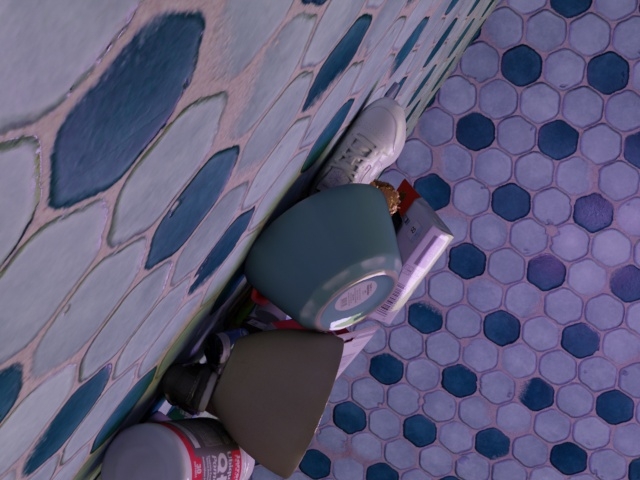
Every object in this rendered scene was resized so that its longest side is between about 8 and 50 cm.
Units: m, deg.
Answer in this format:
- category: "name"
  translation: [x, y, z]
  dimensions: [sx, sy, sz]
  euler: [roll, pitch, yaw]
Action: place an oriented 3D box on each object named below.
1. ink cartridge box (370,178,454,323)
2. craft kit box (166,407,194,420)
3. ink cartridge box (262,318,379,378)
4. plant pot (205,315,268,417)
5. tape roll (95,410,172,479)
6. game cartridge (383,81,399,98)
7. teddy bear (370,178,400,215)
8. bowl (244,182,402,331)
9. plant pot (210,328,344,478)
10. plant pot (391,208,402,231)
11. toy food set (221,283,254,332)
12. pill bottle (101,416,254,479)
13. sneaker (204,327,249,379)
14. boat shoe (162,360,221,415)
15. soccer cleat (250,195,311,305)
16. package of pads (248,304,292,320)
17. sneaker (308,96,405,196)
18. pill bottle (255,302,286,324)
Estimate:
- category: "ink cartridge box"
  translation: [0.191, 0.007, 2.355]
  dimensions: [0.308, 0.091, 0.385]
  euler: [-56, -152, 16]
- category: "craft kit box"
  translation: [-0.409, 0.528, 2.082]
  dimensions: [0.247, 0.061, 0.250]
  euler: [-58, 175, 12]
- category: "ink cartridge box"
  translation: [-0.039, 0.261, 1.897]
  dimensions: [0.272, 0.130, 0.309]
  euler: [-51, 161, 16]
- category: "plant pot"
  translation: [-0.185, 0.316, 2.106]
  dimensions: [0.215, 0.215, 0.231]
  euler: [-34, 144, -79]
- category: "tape roll"
  translation: [-0.430, 0.536, 1.756]
  dimensions: [0.392, 0.072, 0.392]
  euler: [-55, 177, -5]
- category: "game cartridge"
  translation: [0.157, -0.329, 1.932]
  dimensions: [0.056, 0.017, 0.083]
  euler: [-57, 178, -26]
- category: "teddy bear"
  translation: [0.065, 0.018, 1.898]
  dimensions: [0.113, 0.245, 0.338]
  euler: [27, -65, 58]
- category: "bowl"
  translation: [0.029, 0.057, 1.575]
  dimensions: [0.311, 0.163, 0.312]
  euler: [-25, 152, -14]
- category: "plant pot"
  translation: [-0.097, 0.281, 1.590]
  dimensions: [0.284, 0.190, 0.284]
  euler: [-156, -90, -86]
- category: "plant pot"
  translation: [0.119, -0.063, 2.302]
  dimensions: [0.188, 0.167, 0.187]
  euler: [-57, -168, 15]
- category: "toy food set"
  translation: [-0.176, 0.163, 1.885]
  dimensions: [0.132, 0.038, 0.192]
  euler: [-53, 176, -30]
- category: "pill bottle"
  translation: [-0.251, 0.425, 1.574]
  dimensions: [0.176, 0.176, 0.318]
  euler: [-55, 158, 6]
- category: "sneaker"
  translation: [-0.204, 0.251, 1.835]
  dimensions: [0.081, 0.080, 0.211]
  euler: [-20, 163, -22]
- category: "boat shoe"
  translation: [-0.263, 0.288, 1.684]
  dimensions: [0.335, 0.095, 0.112]
  euler: [128, -14, -76]
- category: "soccer cleat"
  translation: [-0.059, 0.029, 1.697]
  dimensions: [0.116, 0.108, 0.318]
  euler: [-53, 179, -37]
- category: "package of pads"
  translation: [-0.127, 0.259, 2.340]
  dimensions: [0.297, 0.101, 0.229]
  euler: [-54, 152, -2]
- category: "sneaker"
  translation: [0.071, -0.147, 1.685]
  dimensions: [0.305, 0.114, 0.152]
  euler: [-57, 177, 26]
- category: "pill bottle"
  translation: [-0.081, 0.108, 1.891]
  dimensions: [0.169, 0.094, 0.094]
  euler: [-63, 180, -28]
